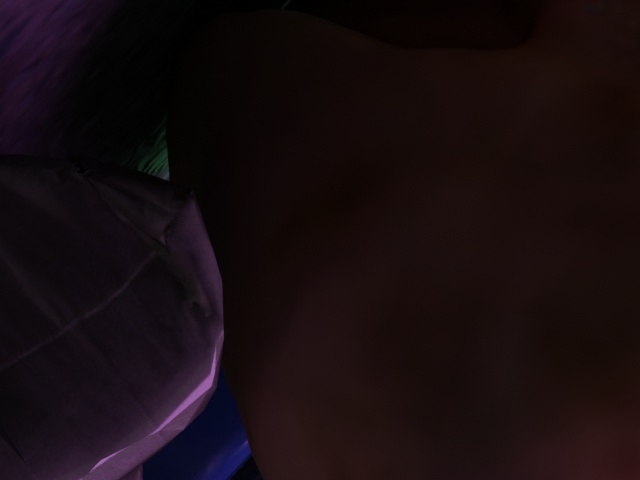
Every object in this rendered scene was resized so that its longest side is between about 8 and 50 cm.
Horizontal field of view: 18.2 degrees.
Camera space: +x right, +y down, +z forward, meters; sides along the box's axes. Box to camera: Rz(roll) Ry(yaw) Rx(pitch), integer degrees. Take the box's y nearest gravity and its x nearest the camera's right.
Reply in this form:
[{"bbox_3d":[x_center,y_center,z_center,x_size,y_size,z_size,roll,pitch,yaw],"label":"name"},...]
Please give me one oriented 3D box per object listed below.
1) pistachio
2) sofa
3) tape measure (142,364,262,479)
[{"bbox_3d":[0.070,0.001,0.558,0.229,0.238,0.321,-39,-165,-14],"label":"pistachio"},{"bbox_3d":[-0.093,0.119,0.445,0.225,0.176,0.210,-44,175,-22],"label":"sofa"},{"bbox_3d":[0.000,0.000,0.829,0.215,0.098,0.351,-43,173,-44],"label":"tape measure"}]
